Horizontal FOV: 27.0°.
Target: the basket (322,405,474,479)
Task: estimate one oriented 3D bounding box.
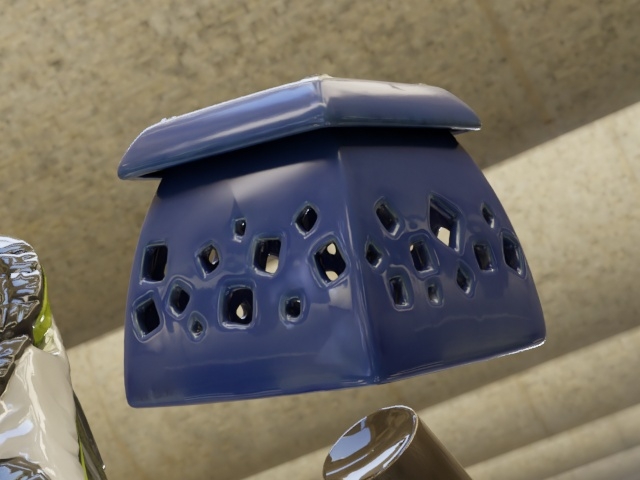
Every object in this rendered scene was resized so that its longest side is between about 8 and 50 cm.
[{"bbox_3d":[0.115,0.310,1.506,0.227,0.154,0.204,54,-175,-19],"label":"basket"}]

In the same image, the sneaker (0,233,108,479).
[{"bbox_3d":[-0.090,0.116,0.372,0.300,0.111,0.121,-108,0,-56],"label":"sneaker"}]

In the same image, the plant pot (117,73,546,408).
[{"bbox_3d":[0.000,0.000,0.989,0.236,0.236,0.212,-5,-96,-52],"label":"plant pot"}]
